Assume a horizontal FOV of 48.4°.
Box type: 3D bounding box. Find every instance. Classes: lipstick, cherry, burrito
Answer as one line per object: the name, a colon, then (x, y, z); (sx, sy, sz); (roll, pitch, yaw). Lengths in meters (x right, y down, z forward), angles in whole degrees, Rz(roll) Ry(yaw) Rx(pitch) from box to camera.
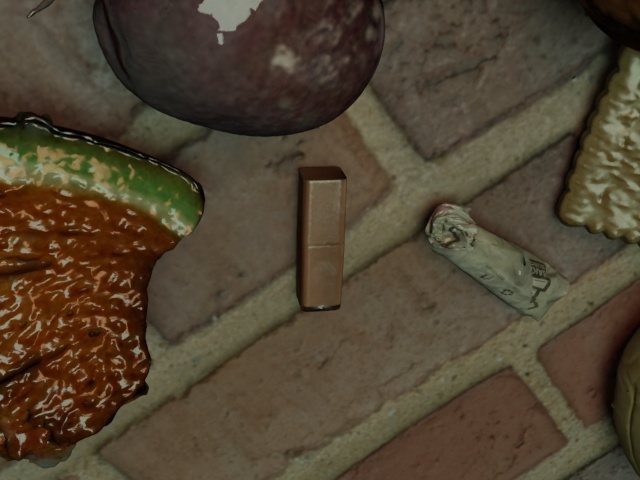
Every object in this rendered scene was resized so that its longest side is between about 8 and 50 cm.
lipstick: (0.000, 0.000, 0.724); (0.045, 0.045, 0.145); (-2, 115, -9)
cherry: (-0.063, -0.186, 0.552); (0.266, 0.183, 0.213); (21, 118, -36)
burrito: (0.192, 0.024, 0.769); (0.203, 0.064, 0.064); (32, 104, -24)

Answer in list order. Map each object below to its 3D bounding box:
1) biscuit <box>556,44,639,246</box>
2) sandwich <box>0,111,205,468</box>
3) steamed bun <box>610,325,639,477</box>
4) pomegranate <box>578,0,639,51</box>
biscuit: (0.424, -0.063, 0.708); (0.325, 0.044, 0.217); (18, 115, 12)
sandwich: (-0.241, 0.047, 0.633); (0.251, 0.162, 0.300); (4, 83, -27)
steamed bun: (0.528, 0.192, 0.819); (0.334, 0.233, 0.311); (-29, 118, 1)
pomegranate: (0.328, -0.288, 0.530); (0.322, 0.322, 0.321); (-5, 115, -10)
